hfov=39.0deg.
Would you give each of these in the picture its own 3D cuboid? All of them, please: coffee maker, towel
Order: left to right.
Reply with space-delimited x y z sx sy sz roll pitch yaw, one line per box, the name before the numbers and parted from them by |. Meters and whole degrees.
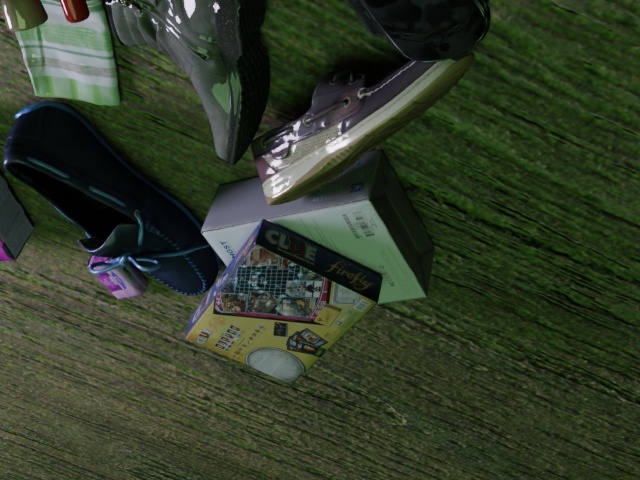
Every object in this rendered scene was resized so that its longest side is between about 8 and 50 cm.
towel | -0.289 -0.216 1.020 0.113 0.023 0.152 10 139 7
coffee maker | 0.074 -0.258 0.744 0.171 0.178 0.120 28 137 -15

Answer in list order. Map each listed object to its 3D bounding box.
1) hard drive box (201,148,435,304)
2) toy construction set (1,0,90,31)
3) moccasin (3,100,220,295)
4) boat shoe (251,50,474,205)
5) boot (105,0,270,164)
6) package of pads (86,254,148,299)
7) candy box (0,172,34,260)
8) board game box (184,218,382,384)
hard drive box | 0.000 0.000 1.125 0.232 0.089 0.181 -10 134 26
toy construction set | -0.389 -0.296 0.828 0.308 0.257 0.237 -8 122 7
moccasin | -0.275 -0.023 1.160 0.137 0.117 0.342 -25 126 37
boat shoe | 0.030 -0.138 0.957 0.285 0.103 0.092 -34 85 34
boot | -0.142 -0.202 0.967 0.161 0.083 0.247 18 139 13
package of pads | -0.295 0.049 1.313 0.050 0.032 0.083 -13 132 27
candy box | -0.512 -0.073 1.211 0.159 0.071 0.233 0 137 17
board game box | -0.053 0.086 1.137 0.165 0.042 0.243 26 139 -14
